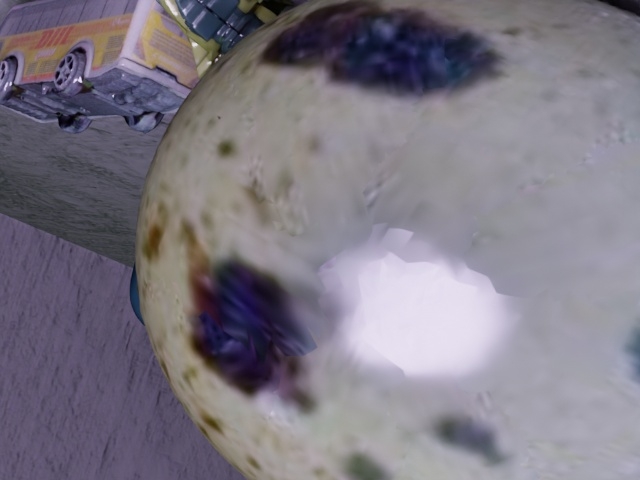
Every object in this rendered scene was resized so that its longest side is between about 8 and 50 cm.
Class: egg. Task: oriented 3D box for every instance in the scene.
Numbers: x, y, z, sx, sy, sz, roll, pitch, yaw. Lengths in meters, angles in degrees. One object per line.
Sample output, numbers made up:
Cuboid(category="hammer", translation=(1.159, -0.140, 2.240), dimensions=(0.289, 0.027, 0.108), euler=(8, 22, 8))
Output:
Cuboid(category="egg", translation=(0.099, 0.016, 1.058), dimensions=(0.428, 0.345, 0.345), euler=(9, 168, 21))

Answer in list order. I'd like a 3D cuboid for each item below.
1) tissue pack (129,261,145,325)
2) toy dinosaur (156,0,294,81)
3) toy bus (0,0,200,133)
Cuboid(category="tissue pack", translation=(-0.051, 0.048, 1.840), dimensions=(0.287, 0.198, 0.206), euler=(28, -150, 2))
Cuboid(category="toy dinosaur", translation=(-0.016, -0.110, 1.283), dimensions=(0.259, 0.094, 0.153), euler=(38, -176, -46))
Cuboid(category="toy bus", translation=(-0.186, -0.147, 1.434), dimensions=(0.092, 0.106, 0.268), euler=(25, 167, -32))
